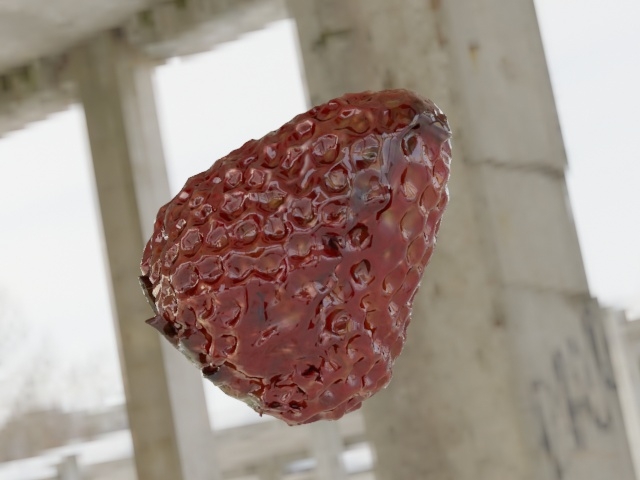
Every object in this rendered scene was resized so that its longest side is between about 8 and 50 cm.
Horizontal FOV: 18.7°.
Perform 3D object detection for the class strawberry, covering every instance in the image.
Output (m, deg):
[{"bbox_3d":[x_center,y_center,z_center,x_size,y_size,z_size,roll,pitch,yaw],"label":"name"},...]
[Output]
[{"bbox_3d":[0.000,0.000,1.341,0.244,0.205,0.205,-49,-22,12],"label":"strawberry"}]
